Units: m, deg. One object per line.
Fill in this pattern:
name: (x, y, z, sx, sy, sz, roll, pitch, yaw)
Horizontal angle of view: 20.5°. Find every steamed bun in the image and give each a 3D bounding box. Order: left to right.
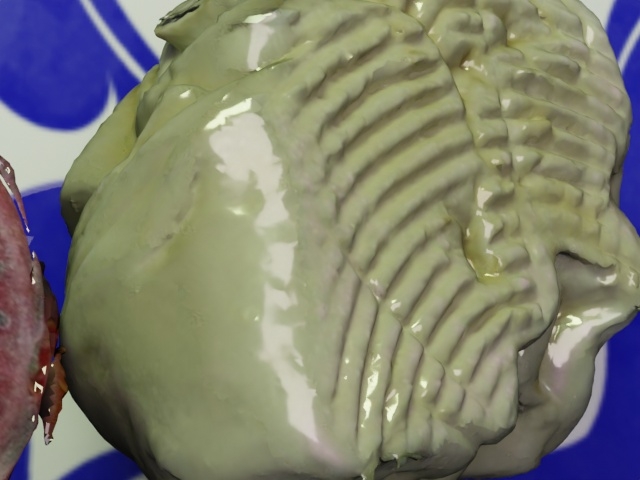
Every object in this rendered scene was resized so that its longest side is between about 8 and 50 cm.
steamed bun: (0.000, 0.000, 0.824, 0.320, 0.206, 0.275, -22, 92, -48)

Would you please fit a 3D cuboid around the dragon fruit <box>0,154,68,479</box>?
dragon fruit: (-0.283, 0.080, 0.680, 0.296, 0.263, 0.314, 37, 43, -11)
